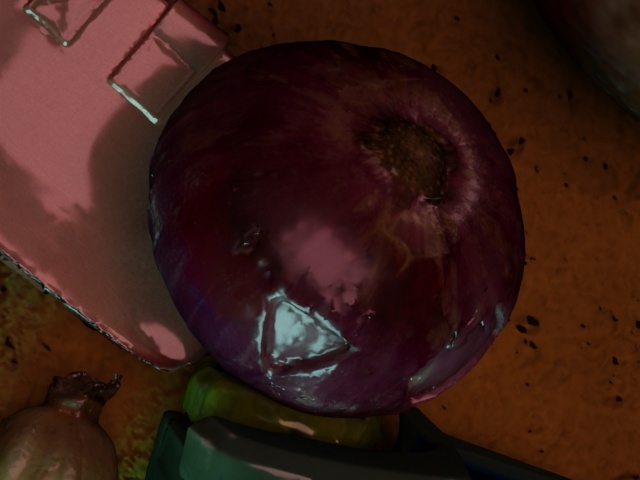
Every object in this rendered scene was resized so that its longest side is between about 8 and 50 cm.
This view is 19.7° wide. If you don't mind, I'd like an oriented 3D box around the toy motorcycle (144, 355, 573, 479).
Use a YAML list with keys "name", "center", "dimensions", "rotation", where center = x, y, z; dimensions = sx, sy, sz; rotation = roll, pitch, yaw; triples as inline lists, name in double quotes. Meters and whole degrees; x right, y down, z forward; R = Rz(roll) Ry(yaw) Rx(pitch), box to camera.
- name: "toy motorcycle"
  center: [0.067, 0.187, 0.870]
  dimensions: [0.326, 0.200, 0.191]
  rotation: [13, 98, -17]

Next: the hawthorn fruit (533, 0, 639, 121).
- name: "hawthorn fruit"
  center: [0.205, -0.179, 0.895]
  dimensions: [0.235, 0.231, 0.263]
  rotation: [-32, 103, -24]

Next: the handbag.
- name: "handbag"
  center: [-0.106, -0.053, 0.899]
  dimensions: [0.212, 0.059, 0.157]
  rotation: [40, 82, -14]

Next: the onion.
- name: "onion"
  center: [0.005, -0.006, 0.826]
  dimensions: [0.177, 0.153, 0.177]
  rotation: [30, 51, -47]

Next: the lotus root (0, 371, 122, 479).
- name: "lotus root"
  center: [-0.138, 0.129, 0.890]
  dimensions: [0.073, 0.062, 0.150]
  rotation: [20, 83, 8]
